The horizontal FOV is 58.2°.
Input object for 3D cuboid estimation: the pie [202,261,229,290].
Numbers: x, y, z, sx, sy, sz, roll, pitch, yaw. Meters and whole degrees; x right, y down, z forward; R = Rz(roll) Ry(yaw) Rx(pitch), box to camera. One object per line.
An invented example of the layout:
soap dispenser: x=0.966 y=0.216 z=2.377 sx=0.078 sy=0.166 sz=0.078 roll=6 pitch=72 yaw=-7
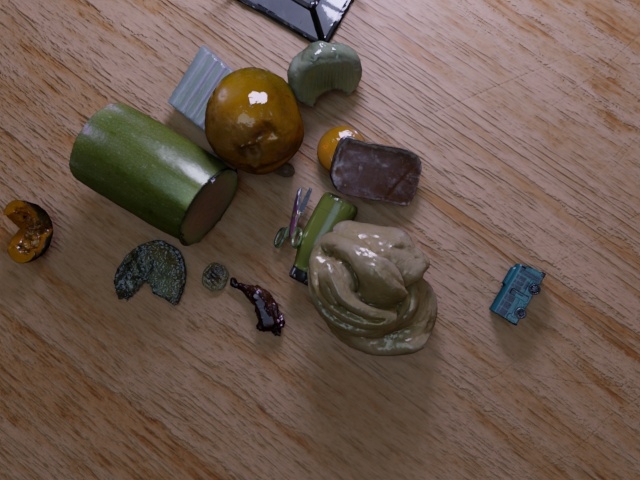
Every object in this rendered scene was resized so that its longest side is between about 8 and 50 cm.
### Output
pie: x=-0.309 y=0.107 z=1.680 sx=0.084 sy=0.020 sz=0.084 roll=0 pitch=86 yaw=6

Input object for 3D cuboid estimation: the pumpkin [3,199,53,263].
pumpkin: x=-0.857 y=-0.028 z=1.708 sx=0.119 sy=0.107 sz=0.184 roll=3 pitch=95 yaw=14

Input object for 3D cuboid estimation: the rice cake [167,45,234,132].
rice cake: x=-0.329 y=-0.433 z=1.673 sx=0.189 sy=0.037 sz=0.198 roll=41 pitch=92 yaw=2

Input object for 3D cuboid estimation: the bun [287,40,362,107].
bun: x=0.005 y=-0.475 z=1.613 sx=0.212 sy=0.204 sz=0.127 roll=-2 pitch=58 yaw=-26

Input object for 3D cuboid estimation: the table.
table: x=-0.088 y=-0.744 z=1.571 sx=0.335 sy=0.272 sz=0.222 roll=31 pitch=91 yaw=7

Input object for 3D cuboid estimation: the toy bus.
toy bus: x=0.529 y=0.139 z=1.551 sx=0.091 sy=0.079 sz=0.160 roll=30 pitch=92 yaw=8

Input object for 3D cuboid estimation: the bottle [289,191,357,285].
bottle: x=0.000 y=0.000 z=1.604 sx=0.112 sy=0.112 sz=0.260 roll=28 pitch=91 yaw=7

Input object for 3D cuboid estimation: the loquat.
loquat: x=-0.173 y=-0.328 z=1.555 sx=0.276 sy=0.276 sz=0.284 roll=12 pitch=56 yaw=7

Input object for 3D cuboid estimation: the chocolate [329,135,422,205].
chocolate: x=0.144 y=-0.196 z=1.584 sx=0.253 sy=0.080 sz=0.157 roll=10 pitch=107 yaw=-16

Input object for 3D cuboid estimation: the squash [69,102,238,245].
squash: x=-0.455 y=-0.182 z=1.593 sx=0.384 sy=0.263 sz=0.263 roll=31 pitch=91 yaw=7

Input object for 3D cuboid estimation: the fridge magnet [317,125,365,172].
fridge magnet: x=0.061 y=-0.253 z=1.634 sx=0.143 sy=0.063 sz=0.143 roll=0 pitch=86 yaw=5

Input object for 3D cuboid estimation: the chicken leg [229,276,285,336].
chicken leg: x=-0.175 y=0.183 z=1.646 sx=0.089 sy=0.048 sz=0.219 roll=-34 pitch=84 yaw=1

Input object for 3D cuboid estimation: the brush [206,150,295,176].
brush: x=-0.217 y=-0.232 z=1.683 sx=0.299 sy=0.039 sz=0.042 roll=14 pitch=85 yaw=10

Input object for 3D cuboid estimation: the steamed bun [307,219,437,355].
steamed bun: x=0.138 y=0.134 z=1.493 sx=0.324 sy=0.230 sz=0.372 roll=-15 pitch=106 yaw=1

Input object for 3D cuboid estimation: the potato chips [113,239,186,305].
potato chips: x=-0.505 y=0.103 z=1.703 sx=0.219 sy=0.029 sz=0.202 roll=-10 pitch=85 yaw=3

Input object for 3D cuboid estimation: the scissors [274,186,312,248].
scissors: x=-0.071 y=-0.064 z=1.631 sx=0.020 sy=0.133 sz=0.187 roll=26 pitch=77 yaw=-34
